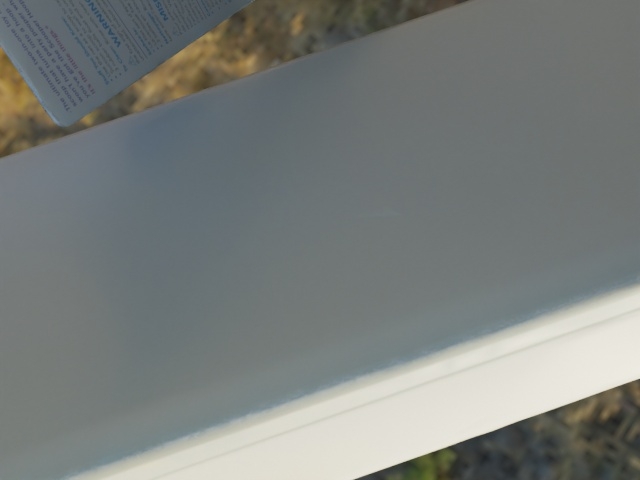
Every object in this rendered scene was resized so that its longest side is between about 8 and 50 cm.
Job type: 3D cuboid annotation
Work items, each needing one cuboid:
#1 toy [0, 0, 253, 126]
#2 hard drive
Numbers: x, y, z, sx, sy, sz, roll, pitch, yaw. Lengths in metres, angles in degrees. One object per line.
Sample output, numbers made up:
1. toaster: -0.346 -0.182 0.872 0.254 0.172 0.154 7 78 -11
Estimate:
1. toy: -0.079 -0.127 0.666 0.056 0.237 0.137 -31 97 38
2. hard drive: 0.000 0.000 0.572 0.203 0.307 0.040 -114 6 -61
